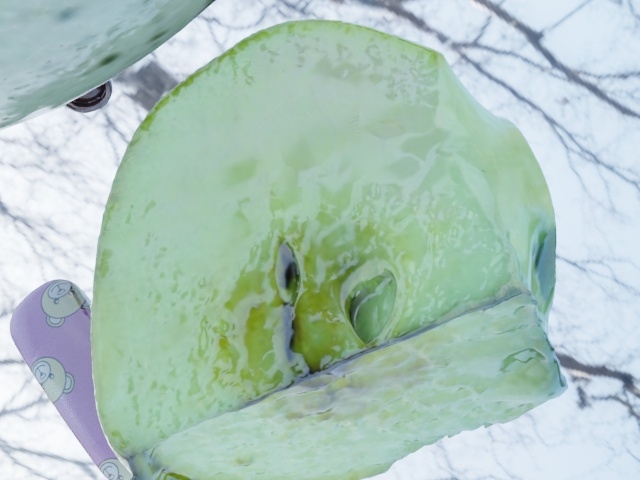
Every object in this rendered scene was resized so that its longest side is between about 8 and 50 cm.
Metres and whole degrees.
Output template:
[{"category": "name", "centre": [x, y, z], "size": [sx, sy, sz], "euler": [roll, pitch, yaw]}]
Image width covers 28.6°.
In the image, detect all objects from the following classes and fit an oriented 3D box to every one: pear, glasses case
[{"category": "pear", "centre": [0.000, 0.000, 0.794], "size": [0.286, 0.176, 0.281], "euler": [-24, -120, 10]}, {"category": "glasses case", "centre": [-0.309, 0.191, 1.714], "size": [0.123, 0.076, 0.316], "euler": [-39, -108, 2]}]

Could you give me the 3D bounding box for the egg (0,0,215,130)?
[{"category": "egg", "centre": [-0.131, -0.195, 0.459], "size": [0.379, 0.288, 0.287], "euler": [-50, -137, 30]}]

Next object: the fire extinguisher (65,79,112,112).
[{"category": "fire extinguisher", "centre": [-0.301, -0.265, 1.665], "size": [0.099, 0.071, 0.231], "euler": [-30, -143, 16]}]
